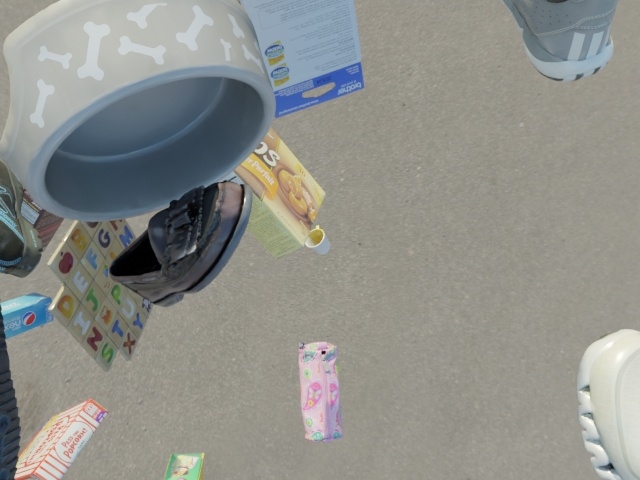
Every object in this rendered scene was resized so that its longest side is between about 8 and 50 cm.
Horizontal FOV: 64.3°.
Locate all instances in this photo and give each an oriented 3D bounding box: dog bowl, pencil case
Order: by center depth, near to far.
[{"bbox_3d":[-0.211,-0.143,0.627,0.348,0.349,0.102,-27,79,-17],"label":"dog bowl"},{"bbox_3d":[0.001,0.438,1.494,0.124,0.124,0.284,-1,83,-19],"label":"pencil case"}]

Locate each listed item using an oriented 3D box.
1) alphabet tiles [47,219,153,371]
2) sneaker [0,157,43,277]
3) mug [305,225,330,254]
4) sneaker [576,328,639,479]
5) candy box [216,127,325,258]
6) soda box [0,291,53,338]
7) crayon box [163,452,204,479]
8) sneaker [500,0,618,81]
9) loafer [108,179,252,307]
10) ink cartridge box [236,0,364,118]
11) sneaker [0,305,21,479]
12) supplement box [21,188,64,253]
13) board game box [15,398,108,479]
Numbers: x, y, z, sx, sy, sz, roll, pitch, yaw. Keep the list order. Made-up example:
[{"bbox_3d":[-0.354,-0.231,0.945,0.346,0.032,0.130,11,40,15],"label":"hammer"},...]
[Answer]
[{"bbox_3d":[-0.447,0.095,1.083,0.011,0.342,0.285,0,47,12],"label":"alphabet tiles"},{"bbox_3d":[-0.700,-0.076,1.056,0.125,0.139,0.341,-44,67,9],"label":"sneaker"},{"bbox_3d":[0.001,0.003,1.464,0.078,0.062,0.064,-57,137,-15],"label":"mug"},{"bbox_3d":[0.291,0.198,0.361,0.110,0.118,0.292,-24,84,-15],"label":"sneaker"},{"bbox_3d":[-0.133,-0.139,1.016,0.316,0.087,0.183,48,38,-24],"label":"candy box"},{"bbox_3d":[-0.771,0.195,1.247,0.210,0.071,0.067,-25,122,-60],"label":"soda box"},{"bbox_3d":[-0.372,0.794,1.309,0.106,0.363,0.313,4,103,-7],"label":"crayon box"},{"bbox_3d":[0.184,-0.257,0.425,0.086,0.132,0.229,-24,65,3],"label":"sneaker"},{"bbox_3d":[-0.186,0.011,0.633,0.095,0.302,0.109,20,58,-26],"label":"loafer"},{"bbox_3d":[-0.037,-0.376,0.839,0.185,0.065,0.311,-23,128,-10],"label":"ink cartridge box"},{"bbox_3d":[-0.404,0.161,0.530,0.131,0.112,0.319,-8,85,23],"label":"sneaker"},{"bbox_3d":[-0.721,-0.047,1.286,0.073,0.130,0.239,42,112,-4],"label":"supplement box"},{"bbox_3d":[-0.484,0.376,0.918,0.045,0.193,0.147,48,37,-18],"label":"board game box"}]
